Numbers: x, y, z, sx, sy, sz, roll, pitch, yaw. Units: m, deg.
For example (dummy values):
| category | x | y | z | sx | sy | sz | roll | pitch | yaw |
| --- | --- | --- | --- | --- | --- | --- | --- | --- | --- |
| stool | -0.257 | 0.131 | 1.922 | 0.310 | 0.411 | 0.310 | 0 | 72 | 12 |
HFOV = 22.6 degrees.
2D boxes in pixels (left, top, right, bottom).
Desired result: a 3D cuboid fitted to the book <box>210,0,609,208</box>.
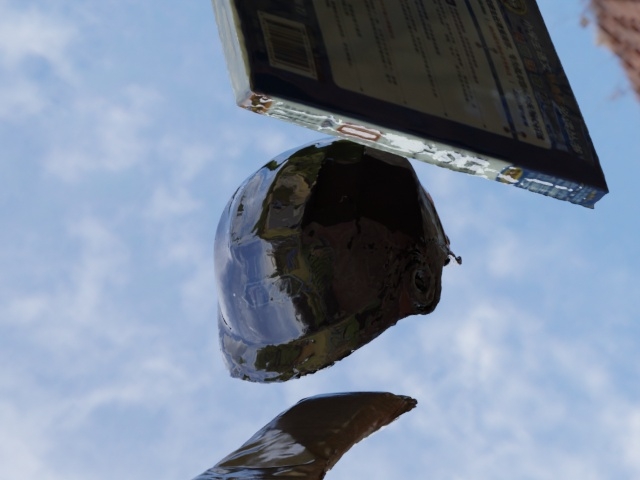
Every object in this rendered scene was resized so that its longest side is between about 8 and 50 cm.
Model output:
| category | x | y | z | sx | sy | sz | roll | pitch | yaw |
| --- | --- | --- | --- | --- | --- | --- | --- | --- | --- |
| book | 0.077 | -0.196 | 1.525 | 0.428 | 0.039 | 0.300 | 14 | -133 | -34 |

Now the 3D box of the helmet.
| category | x | y | z | sx | sy | sz | roll | pitch | yaw |
| --- | --- | --- | --- | --- | --- | --- | --- | --- | --- |
| helmet | 0.000 | 0.000 | 1.558 | 0.305 | 0.225 | 0.177 | -43 | -62 | -61 |

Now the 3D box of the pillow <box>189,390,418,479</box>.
| category | x | y | z | sx | sy | sz | roll | pitch | yaw |
| --- | --- | --- | --- | --- | --- | --- | --- | --- | --- |
| pillow | -0.020 | 0.174 | 1.336 | 0.211 | 0.135 | 0.034 | -32 | -66 | -51 |
